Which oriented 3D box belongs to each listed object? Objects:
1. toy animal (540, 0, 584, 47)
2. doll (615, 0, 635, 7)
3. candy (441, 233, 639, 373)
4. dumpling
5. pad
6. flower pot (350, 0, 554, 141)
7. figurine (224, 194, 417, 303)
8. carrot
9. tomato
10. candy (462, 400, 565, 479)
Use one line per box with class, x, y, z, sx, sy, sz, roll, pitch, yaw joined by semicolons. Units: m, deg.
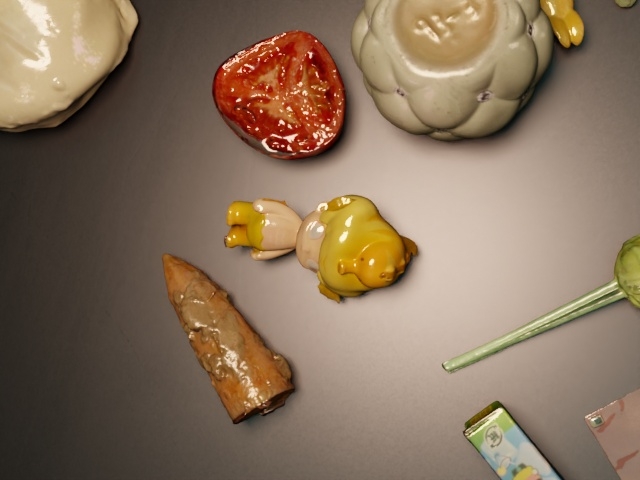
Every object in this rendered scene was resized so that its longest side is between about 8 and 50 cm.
toy animal;0.284;-0.311;1.084;0.083;0.070;0.159;-24;80;15
doll;0.408;-0.345;1.064;0.150;0.077;0.115;30;102;2
candy;0.300;0.090;1.051;0.335;0.092;0.093;-27;117;16
dumpling;-0.411;-0.273;1.148;0.318;0.243;0.187;-28;50;-3
pad;0.420;0.272;1.036;0.113;0.006;0.188;-31;80;7
flower pot;0.158;-0.241;1.041;0.246;0.195;0.246;-1;84;11
figurine;0.000;0.000;1.093;0.246;0.131;0.156;15;123;12
carrot;-0.139;0.120;1.133;0.102;0.102;0.263;-38;73;7
tomato;-0.046;-0.179;1.136;0.166;0.082;0.174;-25;76;5
candy;0.255;0.287;1.025;0.062;0.097;0.194;-40;79;3
